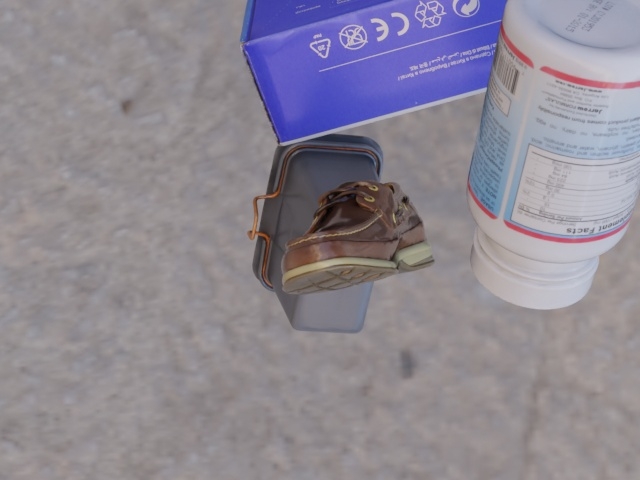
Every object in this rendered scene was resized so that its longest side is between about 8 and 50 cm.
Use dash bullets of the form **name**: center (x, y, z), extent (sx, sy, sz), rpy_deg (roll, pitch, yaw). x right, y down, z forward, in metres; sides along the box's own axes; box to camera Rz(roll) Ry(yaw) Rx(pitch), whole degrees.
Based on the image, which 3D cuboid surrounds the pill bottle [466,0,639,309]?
- **pill bottle**: center (0.121, -0.047, 0.942), extent (0.087, 0.087, 0.160), rpy_deg (-23, 139, -35)

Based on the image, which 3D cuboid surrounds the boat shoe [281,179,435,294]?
- **boat shoe**: center (0.017, -0.004, 1.094), extent (0.178, 0.064, 0.060), rpy_deg (-11, 88, -71)

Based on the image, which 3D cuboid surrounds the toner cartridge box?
- **toner cartridge box**: center (0.132, -0.167, 1.122), extent (0.165, 0.348, 0.075), rpy_deg (-84, 156, -59)

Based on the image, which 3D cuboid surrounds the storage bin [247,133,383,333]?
- **storage bin**: center (0.000, 0.000, 1.387), extent (0.098, 0.091, 0.135), rpy_deg (4, 119, -15)
